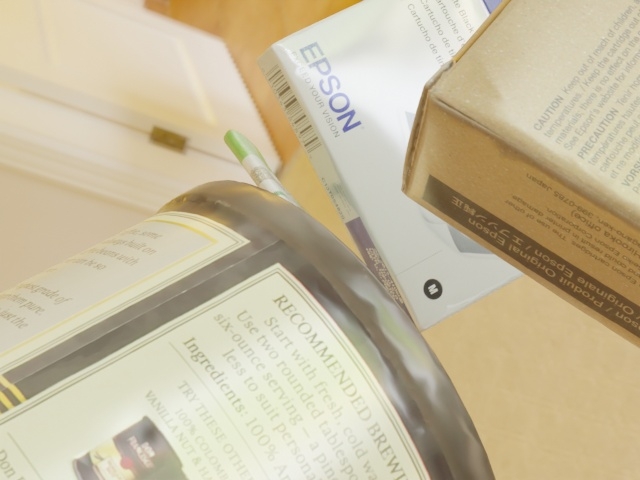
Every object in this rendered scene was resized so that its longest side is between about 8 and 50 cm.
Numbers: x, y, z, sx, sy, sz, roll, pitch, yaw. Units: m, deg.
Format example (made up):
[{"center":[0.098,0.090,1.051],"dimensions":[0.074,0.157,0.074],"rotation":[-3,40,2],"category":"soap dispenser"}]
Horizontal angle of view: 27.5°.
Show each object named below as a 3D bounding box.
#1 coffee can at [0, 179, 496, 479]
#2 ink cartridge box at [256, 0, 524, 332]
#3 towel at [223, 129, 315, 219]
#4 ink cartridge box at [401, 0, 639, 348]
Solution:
[{"center":[-0.105,0.126,0.426],"dimensions":[0.201,0.275,0.201],"rotation":[38,144,36],"category":"coffee can"},{"center":[0.103,-0.080,0.918],"dimensions":[0.223,0.224,0.045],"rotation":[61,160,-1],"category":"ink cartridge box"},{"center":[0.000,0.000,0.828],"dimensions":[0.023,0.113,0.152],"rotation":[-37,51,-1],"category":"towel"},{"center":[0.180,-0.067,0.584],"dimensions":[0.235,0.193,0.088],"rotation":[-49,-15,-26],"category":"ink cartridge box"}]
